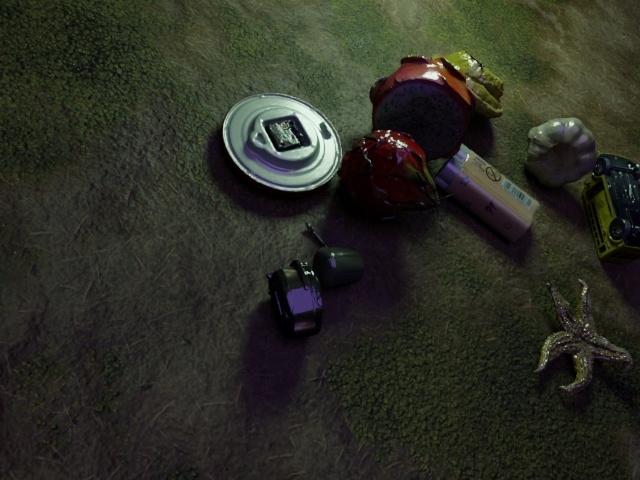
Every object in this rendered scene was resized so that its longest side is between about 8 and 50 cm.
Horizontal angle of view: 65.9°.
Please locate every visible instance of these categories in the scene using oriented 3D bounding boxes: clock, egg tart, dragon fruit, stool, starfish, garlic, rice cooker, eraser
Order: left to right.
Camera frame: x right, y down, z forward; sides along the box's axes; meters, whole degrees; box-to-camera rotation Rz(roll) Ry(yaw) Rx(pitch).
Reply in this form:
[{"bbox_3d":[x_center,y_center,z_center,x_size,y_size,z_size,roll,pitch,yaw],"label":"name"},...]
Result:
[{"bbox_3d":[-0.095,-0.254,1.263,0.318,0.080,0.319,9,60,-17],"label":"clock"},{"bbox_3d":[-0.051,0.127,1.056,0.106,0.112,0.166,-14,69,-20],"label":"rice cooker"},{"bbox_3d":[0.042,0.061,1.140,0.110,0.096,0.096,-4,65,-29],"label":"stool"},{"bbox_3d":[0.188,-0.160,1.230,0.292,0.234,0.234,22,56,12],"label":"dragon fruit"},{"bbox_3d":[0.277,-0.375,1.357,0.290,0.291,0.189,20,49,-10],"label":"dragon fruit"},{"bbox_3d":[0.473,-0.503,1.546,0.290,0.115,0.290,30,31,-20],"label":"egg tart"},{"bbox_3d":[0.480,-0.144,1.424,0.290,0.087,0.171,38,55,0],"label":"eraser"},{"bbox_3d":[0.750,-0.289,1.566,0.218,0.219,0.212,40,28,3],"label":"garlic"},{"bbox_3d":[0.666,0.247,1.299,0.298,0.060,0.303,3,68,-13],"label":"starfish"}]

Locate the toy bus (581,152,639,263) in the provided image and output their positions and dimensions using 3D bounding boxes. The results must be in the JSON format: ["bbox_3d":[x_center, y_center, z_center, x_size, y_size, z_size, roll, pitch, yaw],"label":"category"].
[{"bbox_3d":[0.914,-0.103,1.530,0.145,0.151,0.332,7,63,-11],"label":"toy bus"}]

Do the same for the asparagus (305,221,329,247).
[{"bbox_3d":[0.000,0.000,1.200,0.014,0.015,0.114,-36,81,-30],"label":"asparagus"}]
